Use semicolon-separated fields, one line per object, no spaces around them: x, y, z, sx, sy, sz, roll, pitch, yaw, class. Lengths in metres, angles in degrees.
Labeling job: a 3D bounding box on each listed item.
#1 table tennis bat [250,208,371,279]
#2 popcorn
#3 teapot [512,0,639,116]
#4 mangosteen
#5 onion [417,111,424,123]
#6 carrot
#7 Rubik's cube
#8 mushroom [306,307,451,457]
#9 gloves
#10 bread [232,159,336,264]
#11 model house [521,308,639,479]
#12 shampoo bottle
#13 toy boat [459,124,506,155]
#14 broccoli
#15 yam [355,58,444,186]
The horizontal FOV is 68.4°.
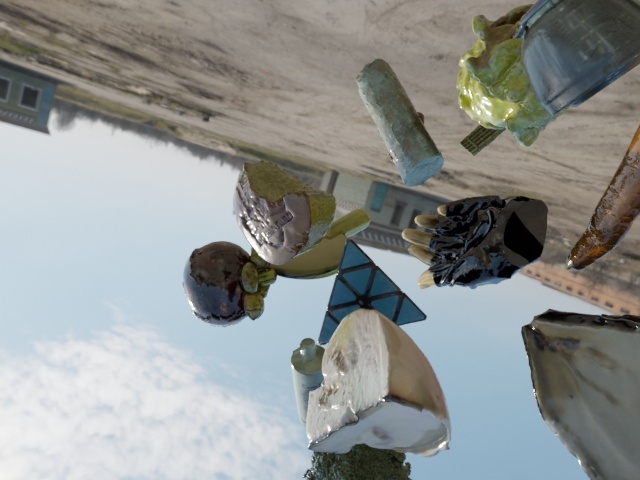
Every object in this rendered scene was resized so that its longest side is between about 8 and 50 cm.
0.000;0.000;1.088;0.224;0.054;0.368;19;-149;31;table tennis bat
0.373;-0.309;0.900;0.194;0.255;0.256;-26;-154;-12;popcorn
0.251;-0.198;0.433;0.111;0.149;0.108;-33;-94;-41;teapot
-0.170;0.082;0.901;0.180;0.166;0.166;-8;-178;13;mangosteen
0.213;-0.281;1.155;0.097;0.107;0.107;-24;159;36;onion
0.361;-0.053;0.555;0.059;0.248;0.059;9;-145;-6;carrot
0.071;0.066;0.935;0.211;0.178;0.190;-15;-158;1;Rubik's cube
0.095;0.212;0.690;0.162;0.236;0.173;26;-135;-17;mushroom
0.212;0.005;0.705;0.124;0.164;0.203;37;163;-20;gloves
-0.055;-0.034;0.648;0.156;0.125;0.086;28;-147;36;bread
0.461;0.238;0.577;0.282;0.297;0.317;9;172;-31;model house
-0.018;0.312;1.046;0.085;0.263;0.085;-3;-143;2;shampoo bottle
0.415;-0.270;1.197;0.016;0.115;0.063;31;-159;-48;toy boat
0.115;0.667;1.262;0.283;0.321;0.304;52;-166;-54;broccoli
0.156;-0.242;0.957;0.093;0.093;0.259;5;-123;-60;yam
